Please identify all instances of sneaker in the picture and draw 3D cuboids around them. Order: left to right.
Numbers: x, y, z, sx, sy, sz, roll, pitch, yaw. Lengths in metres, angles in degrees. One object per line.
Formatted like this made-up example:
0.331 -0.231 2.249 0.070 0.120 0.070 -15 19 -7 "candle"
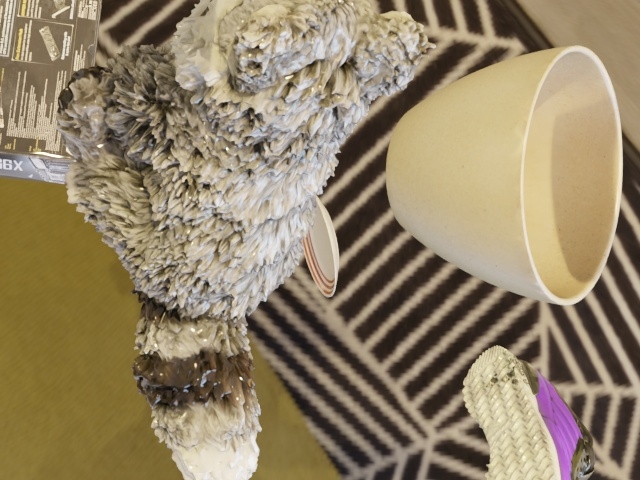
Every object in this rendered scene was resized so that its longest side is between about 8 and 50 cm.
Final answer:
0.260 0.249 1.668 0.146 0.293 0.102 32 120 -26 "sneaker"

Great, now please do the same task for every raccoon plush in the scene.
-0.026 -0.015 1.177 0.216 0.299 0.446 -26 104 -33 "raccoon plush"

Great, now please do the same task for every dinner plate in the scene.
0.000 0.000 1.819 0.017 0.141 0.141 -12 101 -15 "dinner plate"

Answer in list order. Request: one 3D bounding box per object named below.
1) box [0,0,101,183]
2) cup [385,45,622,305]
-0.395 -0.231 1.801 0.242 0.076 0.307 5 69 -9 "box"
0.228 -0.090 1.938 0.237 0.331 0.331 5 103 32 "cup"
